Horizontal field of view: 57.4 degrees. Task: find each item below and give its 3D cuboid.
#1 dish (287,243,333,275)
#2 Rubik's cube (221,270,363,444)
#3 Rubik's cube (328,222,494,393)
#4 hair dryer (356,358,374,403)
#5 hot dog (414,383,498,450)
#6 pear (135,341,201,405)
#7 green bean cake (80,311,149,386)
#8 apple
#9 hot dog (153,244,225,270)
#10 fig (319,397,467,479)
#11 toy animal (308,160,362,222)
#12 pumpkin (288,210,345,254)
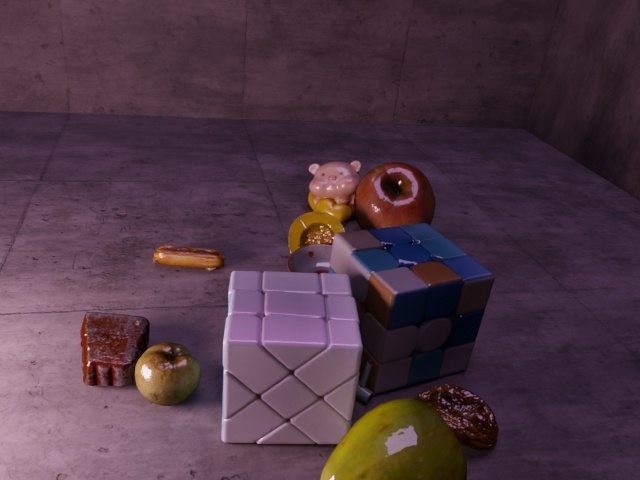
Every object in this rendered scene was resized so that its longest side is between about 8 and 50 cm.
[{"bbox_3d":[0.012,0.120,2.037,0.260,0.085,0.260,5,36,-4],"label":"dish"},{"bbox_3d":[-0.080,0.286,1.469,0.319,0.321,0.316,2,30,-6],"label":"Rubik's cube"},{"bbox_3d":[0.237,0.182,1.709,0.347,0.347,0.344,-9,33,-26],"label":"Rubik's cube"},{"bbox_3d":[0.123,0.370,1.565,0.063,0.124,0.038,27,20,31],"label":"hair dryer"},{"bbox_3d":[0.346,0.452,1.496,0.227,0.099,0.160,19,31,16],"label":"hot dog"},{"bbox_3d":[-0.390,0.337,1.495,0.167,0.136,0.167,10,25,-5],"label":"pear"},{"bbox_3d":[-0.572,0.293,1.577,0.199,0.097,0.232,4,28,-9],"label":"green bean cake"},{"bbox_3d":[0.292,-0.139,2.364,0.338,0.305,0.338,2,60,-3],"label":"apple"},{"bbox_3d":[-0.461,0.063,2.062,0.250,0.068,0.100,6,15,-7],"label":"hot dog"},{"bbox_3d":[0.148,0.484,1.233,0.326,0.258,0.258,-20,38,-30],"label":"fig"},{"bbox_3d":[0.105,-0.219,2.526,0.345,0.246,0.277,10,30,6],"label":"toy animal"},{"bbox_3d":[-0.004,0.003,2.176,0.217,0.217,0.110,13,-2,11],"label":"pumpkin"}]
